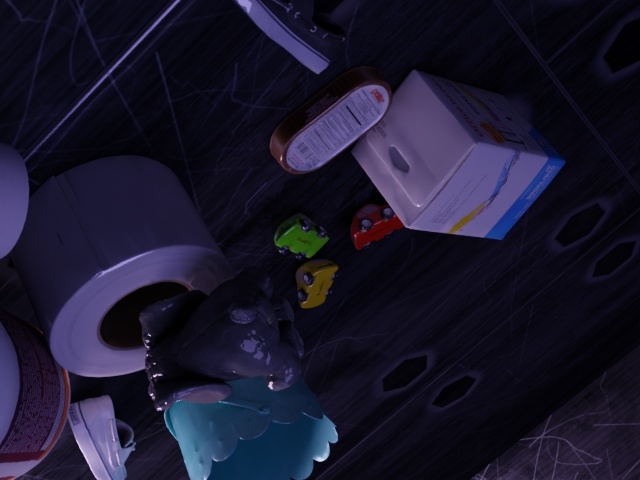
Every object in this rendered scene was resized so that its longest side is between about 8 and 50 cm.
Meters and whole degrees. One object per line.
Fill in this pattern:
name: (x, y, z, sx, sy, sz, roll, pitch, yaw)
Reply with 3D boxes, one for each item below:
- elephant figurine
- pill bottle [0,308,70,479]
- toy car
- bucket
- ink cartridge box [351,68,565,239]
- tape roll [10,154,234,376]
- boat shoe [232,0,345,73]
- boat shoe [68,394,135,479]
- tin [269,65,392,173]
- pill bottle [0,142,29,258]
elephant figurine: (-0.152, 0.144, 1.183, 0.239, 0.169, 0.186, -23, 120, 11)
pill bottle: (-0.423, 0.164, 1.054, 0.224, 0.224, 0.392, -29, 171, -8)
toy car: (0.000, 0.000, 1.522, 0.239, 0.053, 0.225, -45, 146, 16)
bucket: (-0.127, 0.323, 1.681, 0.281, 0.183, 0.281, -22, 145, -16)
ink cartridge box: (0.205, -0.123, 1.430, 0.233, 0.171, 0.168, 5, 131, -46)
tape roll: (-0.255, 0.036, 1.233, 0.246, 0.169, 0.246, -24, 147, -16)
boat shoe: (-0.036, -0.268, 1.115, 0.076, 0.080, 0.228, -47, 147, 9)
boat shoe: (-0.354, 0.346, 1.625, 0.084, 0.095, 0.258, -21, 147, -12)
tin: (0.017, -0.164, 1.337, 0.190, 0.040, 0.106, -38, 152, 6)
pill bottle: (-0.455, -0.056, 0.925, 0.319, 0.176, 0.176, 9, 128, -47)
